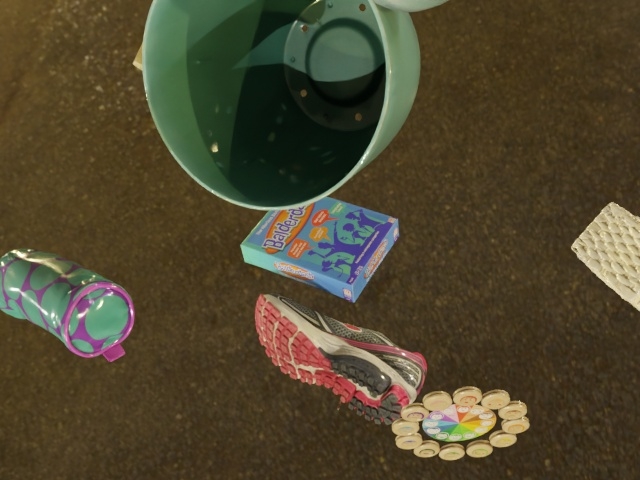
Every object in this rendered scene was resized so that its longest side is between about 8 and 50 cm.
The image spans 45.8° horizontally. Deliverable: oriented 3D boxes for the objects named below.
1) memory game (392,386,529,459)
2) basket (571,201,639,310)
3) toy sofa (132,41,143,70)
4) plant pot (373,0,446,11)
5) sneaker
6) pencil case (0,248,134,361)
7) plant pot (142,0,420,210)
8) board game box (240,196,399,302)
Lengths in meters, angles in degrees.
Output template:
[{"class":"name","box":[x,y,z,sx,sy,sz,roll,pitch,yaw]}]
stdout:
[{"class":"memory game","box":[0.188,0.250,1.018,0.186,0.186,0.012,-15,45,14]},{"class":"basket","box":[0.488,0.032,1.176,0.113,0.103,0.167,-53,35,16]},{"class":"toy sofa","box":[-0.218,-0.440,1.550,0.362,0.177,0.150,-24,43,50]},{"class":"plant pot","box":[0.133,-0.357,0.633,0.196,0.293,0.293,3,51,45]},{"class":"sneaker","box":[0.022,0.171,1.186,0.299,0.120,0.112,30,44,22]},{"class":"pencil case","box":[-0.224,0.052,0.654,0.064,0.070,0.152,-27,28,-37]},{"class":"plant pot","box":[-0.018,-0.203,0.884,0.293,0.293,0.235,-2,14,26]},{"class":"board game box","box":[0.000,0.000,1.249,0.210,0.047,0.160,18,52,25]}]
